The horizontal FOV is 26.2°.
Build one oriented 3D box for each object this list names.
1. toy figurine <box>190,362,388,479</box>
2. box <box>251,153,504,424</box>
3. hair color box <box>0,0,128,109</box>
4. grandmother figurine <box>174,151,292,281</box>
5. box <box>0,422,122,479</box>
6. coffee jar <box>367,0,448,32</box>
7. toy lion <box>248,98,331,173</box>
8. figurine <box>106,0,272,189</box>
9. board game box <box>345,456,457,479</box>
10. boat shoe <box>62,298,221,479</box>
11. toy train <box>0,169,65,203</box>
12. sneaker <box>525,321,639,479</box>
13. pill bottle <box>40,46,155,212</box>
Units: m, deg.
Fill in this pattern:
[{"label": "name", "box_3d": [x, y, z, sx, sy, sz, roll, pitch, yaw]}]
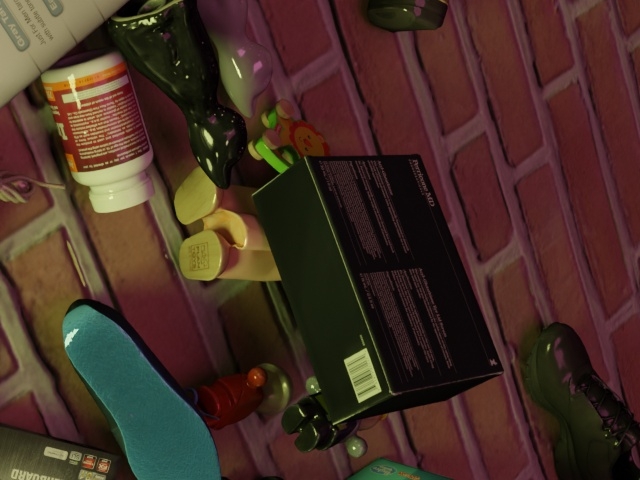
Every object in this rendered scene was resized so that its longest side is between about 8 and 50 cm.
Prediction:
[{"label": "toy figurine", "box_3d": [-0.031, 0.242, 1.488, 0.148, 0.209, 0.213, -8, 98, -53]}, {"label": "box", "box_3d": [0.061, 0.045, 1.447, 0.184, 0.103, 0.261, -5, 69, -43]}, {"label": "hair color box", "box_3d": [-0.261, -0.292, 1.288, 0.374, 0.113, 0.185, -47, 123, -28]}, {"label": "grandmother figurine", "box_3d": [0.000, 0.000, 1.559, 0.342, 0.104, 0.208, 1, 89, -41]}, {"label": "box", "box_3d": [-0.322, 0.269, 1.332, 0.231, 0.056, 0.183, 25, 78, -40]}, {"label": "coffee jar", "box_3d": [0.115, -0.338, 1.629, 0.079, 0.096, 0.184, 15, 84, -39]}, {"label": "toy lion", "box_3d": [-0.028, -0.104, 1.535, 0.096, 0.034, 0.100, 43, 35, -18]}, {"label": "figurine", "box_3d": [-0.115, -0.191, 1.415, 0.215, 0.092, 0.209, -73, 146, -50]}, {"label": "board game box", "box_3d": [0.046, 0.376, 1.541, 0.336, 0.254, 0.079, -27, 112, -36]}, {"label": "boat shoe", "box_3d": [-0.174, 0.162, 1.417, 0.109, 0.089, 0.258, -24, 110, -4]}, {"label": "toy train", "box_3d": [-0.353, -0.003, 1.252, 0.248, 0.105, 0.143, 12, 97, -42]}, {"label": "sneaker", "box_3d": [0.379, 0.237, 1.907, 0.109, 0.130, 0.286, -39, 118, -30]}, {"label": "pill bottle", "box_3d": [-0.216, -0.109, 1.365, 0.086, 0.086, 0.152, -28, 112, -36]}]
